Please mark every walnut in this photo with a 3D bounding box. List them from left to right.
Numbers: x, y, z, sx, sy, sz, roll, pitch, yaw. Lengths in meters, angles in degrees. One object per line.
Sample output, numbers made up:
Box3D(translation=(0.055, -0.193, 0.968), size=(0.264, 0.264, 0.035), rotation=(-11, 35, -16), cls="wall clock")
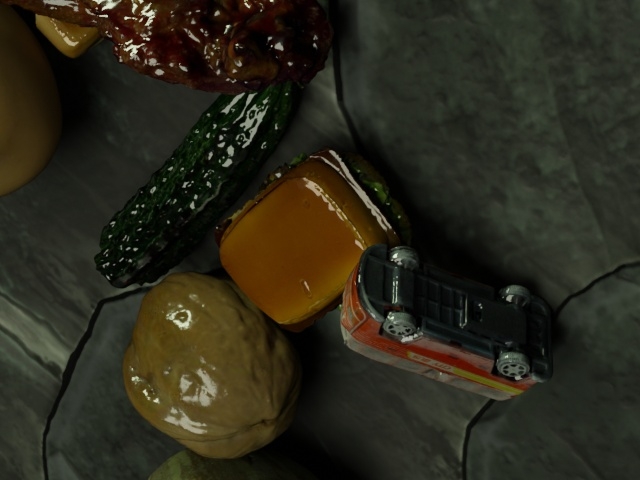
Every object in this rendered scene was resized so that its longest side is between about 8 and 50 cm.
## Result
Box3D(translation=(-0.093, 0.108, 1.676), size=(0.166, 0.149, 0.167), rotation=(40, 148, 32), cls="walnut")

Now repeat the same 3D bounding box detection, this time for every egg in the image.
Box3D(translation=(-0.331, -0.128, 1.681), size=(0.244, 0.201, 0.201), rotation=(29, 124, 16), cls="egg")

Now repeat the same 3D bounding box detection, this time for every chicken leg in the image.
Box3D(translation=(-0.185, -0.195, 1.580), size=(0.406, 0.158, 0.096), rotation=(12, 134, 8), cls="chicken leg")

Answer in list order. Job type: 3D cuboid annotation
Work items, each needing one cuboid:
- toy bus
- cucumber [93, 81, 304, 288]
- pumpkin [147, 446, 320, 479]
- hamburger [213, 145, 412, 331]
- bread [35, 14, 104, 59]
Box3D(translation=(0.093, 0.067, 1.539), size=(0.174, 0.079, 0.077), rotation=(19, 142, -20), cls="toy bus")
Box3D(translation=(-0.097, -0.054, 1.648), size=(0.077, 0.077, 0.265), rotation=(48, 129, 4), cls="cucumber")
Box3D(translation=(-0.074, 0.250, 1.744), size=(0.217, 0.217, 0.110), rotation=(-56, 38, 37), cls="pumpkin")
Box3D(translation=(0.000, 0.000, 1.604), size=(0.166, 0.087, 0.137), rotation=(-34, 92, 39), cls="hamburger")
Box3D(translation=(-0.220, -0.203, 1.668), size=(0.103, 0.049, 0.062), rotation=(43, 94, 9), cls="bread")
